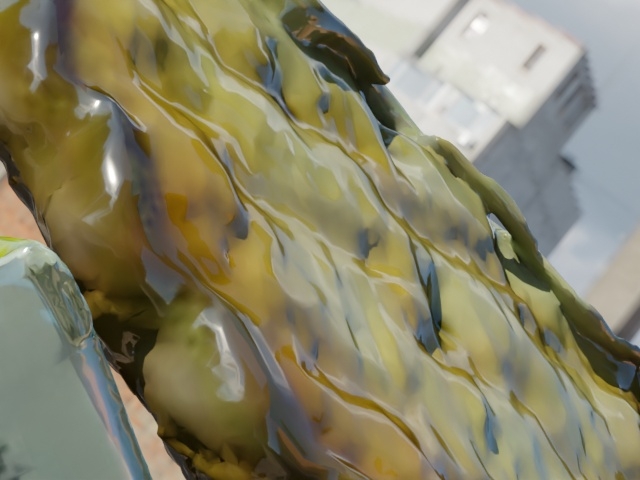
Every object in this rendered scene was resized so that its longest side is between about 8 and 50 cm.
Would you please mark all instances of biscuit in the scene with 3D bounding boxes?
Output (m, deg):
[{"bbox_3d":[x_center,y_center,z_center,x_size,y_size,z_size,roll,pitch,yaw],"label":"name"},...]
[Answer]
[{"bbox_3d":[0.000,0.000,0.609,0.335,0.078,0.329,54,17,7],"label":"biscuit"}]

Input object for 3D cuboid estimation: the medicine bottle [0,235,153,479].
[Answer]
[{"bbox_3d":[-0.131,0.080,0.400,0.250,0.141,0.137,3,-65,59],"label":"medicine bottle"}]
